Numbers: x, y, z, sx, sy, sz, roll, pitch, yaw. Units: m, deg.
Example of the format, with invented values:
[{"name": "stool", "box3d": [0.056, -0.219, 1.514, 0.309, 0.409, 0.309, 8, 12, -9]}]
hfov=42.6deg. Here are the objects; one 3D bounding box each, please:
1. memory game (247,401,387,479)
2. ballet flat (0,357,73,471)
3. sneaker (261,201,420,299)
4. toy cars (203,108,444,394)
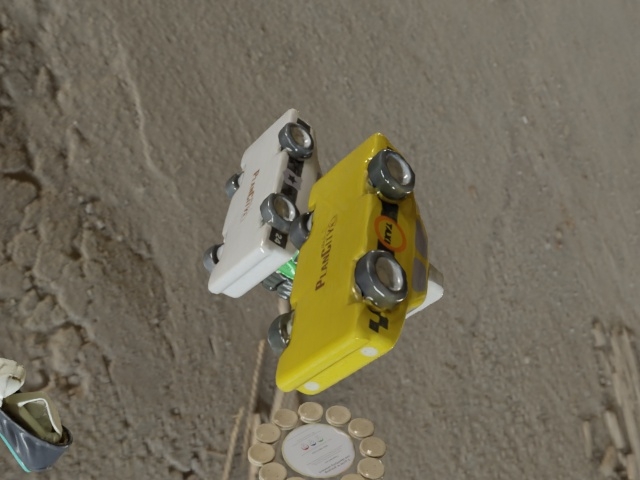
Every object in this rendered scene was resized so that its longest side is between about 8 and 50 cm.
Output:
[{"name": "memory game", "box3d": [-0.002, 0.280, 1.090, 0.186, 0.186, 0.012, -37, 140, -49]}, {"name": "ballet flat", "box3d": [-0.333, 0.169, 0.878, 0.203, 0.074, 0.074, 62, 38, -32]}, {"name": "sneaker", "box3d": [0.056, -0.023, 1.116, 0.134, 0.146, 0.343, 31, 27, 18]}, {"name": "toy cars", "box3d": [0.000, 0.000, 0.650, 0.087, 0.393, 0.176, 34, 91, -23]}]
